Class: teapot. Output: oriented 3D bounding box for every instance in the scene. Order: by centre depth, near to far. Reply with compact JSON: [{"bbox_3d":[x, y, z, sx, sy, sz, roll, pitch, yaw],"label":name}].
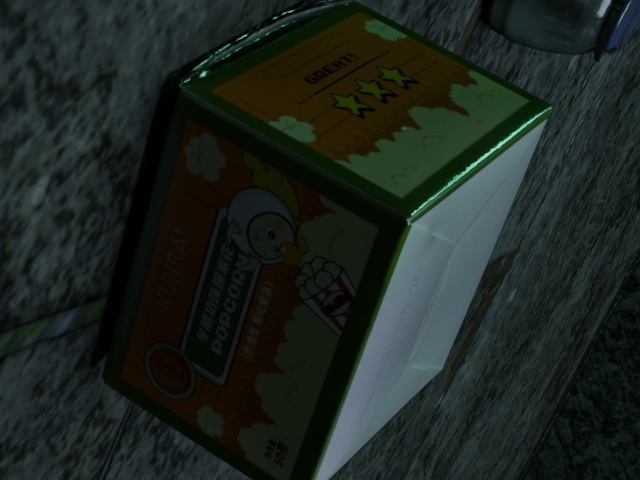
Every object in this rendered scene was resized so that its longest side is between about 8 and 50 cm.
[{"bbox_3d":[0.207,-0.204,1.192,0.149,0.108,0.111,-54,165,-20],"label":"teapot"}]

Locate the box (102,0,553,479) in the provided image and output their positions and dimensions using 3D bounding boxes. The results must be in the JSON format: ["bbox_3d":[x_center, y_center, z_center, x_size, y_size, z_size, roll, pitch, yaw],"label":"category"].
[{"bbox_3d":[0.000,0.000,0.838,0.177,0.148,0.195,-36,152,-51],"label":"box"}]
